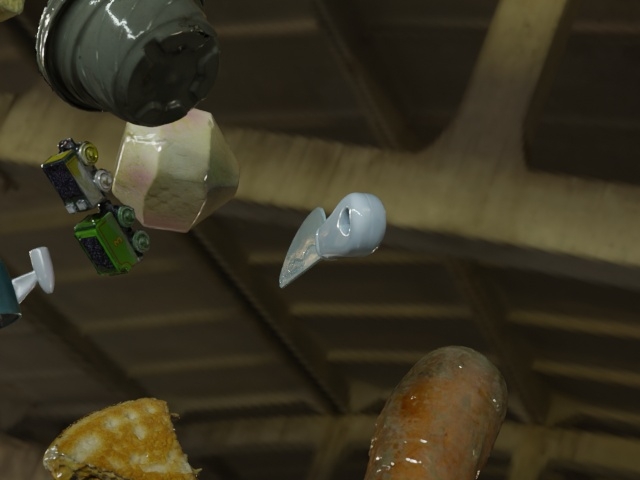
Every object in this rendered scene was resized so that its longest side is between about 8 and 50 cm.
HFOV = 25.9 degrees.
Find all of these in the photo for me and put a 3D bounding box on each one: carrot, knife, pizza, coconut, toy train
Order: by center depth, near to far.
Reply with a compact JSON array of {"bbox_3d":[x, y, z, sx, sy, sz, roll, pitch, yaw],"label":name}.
[{"bbox_3d":[0.112,0.246,1.518,0.139,0.302,0.138,14,-46,15],"label":"carrot"},{"bbox_3d":[-0.203,0.266,1.599,0.199,0.188,0.062,35,-53,31],"label":"pizza"},{"bbox_3d":[0.000,-0.002,1.645,0.044,0.080,0.331,1,-9,-19],"label":"knife"},{"bbox_3d":[-0.308,-0.044,1.899,0.060,0.081,0.202,-11,-63,40],"label":"toy train"},{"bbox_3d":[-0.276,-0.143,2.726,0.259,0.259,0.259,19,-22,8],"label":"coconut"}]

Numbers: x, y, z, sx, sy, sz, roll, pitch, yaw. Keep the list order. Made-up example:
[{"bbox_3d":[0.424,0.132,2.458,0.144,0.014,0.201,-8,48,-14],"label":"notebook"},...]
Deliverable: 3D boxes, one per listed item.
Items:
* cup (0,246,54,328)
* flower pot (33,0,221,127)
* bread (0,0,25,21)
[{"bbox_3d":[-0.603,0.068,2.351,0.300,0.173,0.167,-16,-9,-7],"label":"cup"},{"bbox_3d":[-0.208,-0.227,1.655,0.140,0.235,0.235,43,-8,33],"label":"flower pot"},{"bbox_3d":[-0.502,-0.444,2.044,0.142,0.266,0.178,3,-19,-16],"label":"bread"}]
